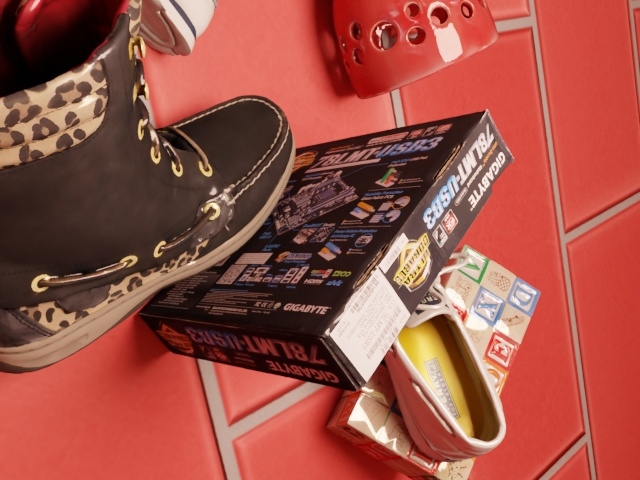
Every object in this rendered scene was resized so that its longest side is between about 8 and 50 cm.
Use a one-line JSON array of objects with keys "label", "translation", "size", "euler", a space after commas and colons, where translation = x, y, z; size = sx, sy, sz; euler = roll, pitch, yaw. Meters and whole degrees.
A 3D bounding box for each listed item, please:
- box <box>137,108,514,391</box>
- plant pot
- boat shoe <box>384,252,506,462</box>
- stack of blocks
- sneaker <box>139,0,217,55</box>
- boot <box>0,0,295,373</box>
[{"label": "box", "translation": [0.000, 0.000, 0.730], "size": [0.293, 0.295, 0.073], "euler": [-50, 120, -31]}, {"label": "plant pot", "translation": [0.099, -0.287, 0.895], "size": [0.191, 0.191, 0.174], "euler": [-38, 108, -36]}, {"label": "boat shoe", "translation": [0.110, 0.078, 0.847], "size": [0.135, 0.156, 0.367], "euler": [-17, 77, -21]}, {"label": "stack of blocks", "translation": [0.154, 0.156, 0.970], "size": [0.171, 0.087, 0.297], "euler": [32, 66, -6]}, {"label": "sneaker", "translation": [-0.169, -0.288, 0.686], "size": [0.095, 0.090, 0.235], "euler": [-59, 152, -23]}, {"label": "boot", "translation": [-0.156, -0.087, 0.607], "size": [0.377, 0.138, 0.284], "euler": [-38, 153, -30]}]
